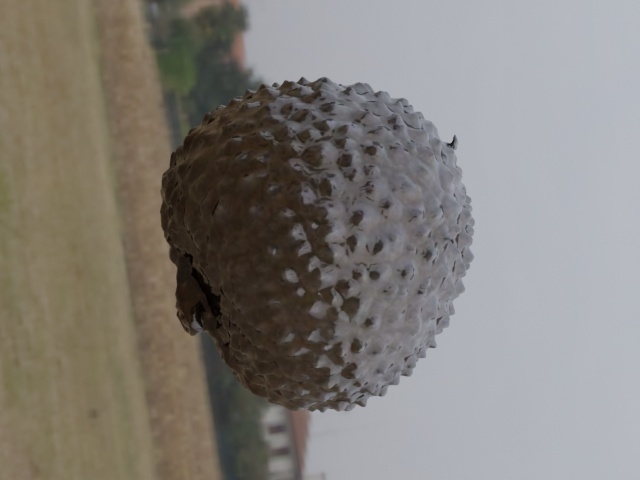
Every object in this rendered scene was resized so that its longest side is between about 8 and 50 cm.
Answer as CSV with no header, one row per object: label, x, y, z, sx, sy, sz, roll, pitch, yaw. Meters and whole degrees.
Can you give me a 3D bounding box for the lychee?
lychee,-0.002,0.004,1.285,0.300,0.300,0.300,171,-90,-86
